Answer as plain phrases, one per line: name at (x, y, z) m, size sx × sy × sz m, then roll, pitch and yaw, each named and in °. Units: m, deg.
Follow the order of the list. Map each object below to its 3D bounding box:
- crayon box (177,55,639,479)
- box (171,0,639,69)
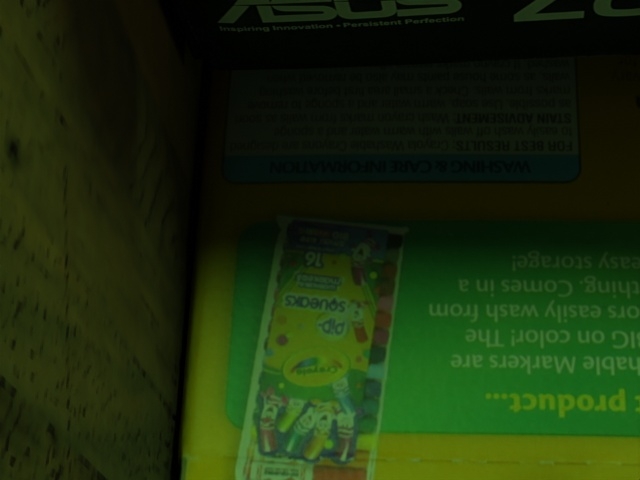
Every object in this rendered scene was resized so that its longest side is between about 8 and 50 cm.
crayon box at (0.065, -0.016, 0.486) m, size 0.083 × 0.203 × 0.323 m, roll 81°, pitch 10°, yaw -62°
box at (0.118, -0.247, 0.450) m, size 0.097 × 0.318 × 0.394 m, roll 75°, pitch 16°, yaw -68°
